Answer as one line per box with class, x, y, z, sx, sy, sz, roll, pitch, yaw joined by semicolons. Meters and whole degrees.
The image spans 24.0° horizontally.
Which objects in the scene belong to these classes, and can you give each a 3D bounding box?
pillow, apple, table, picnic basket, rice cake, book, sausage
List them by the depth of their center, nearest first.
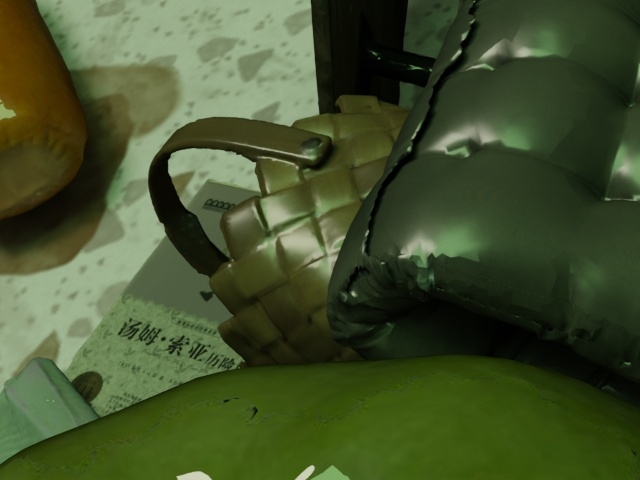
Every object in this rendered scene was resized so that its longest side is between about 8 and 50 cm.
apple;0.023;0.204;0.417;0.357;0.357;0.357;-14;46;15
pillow;0.185;0.009;0.575;0.326;0.101;0.228;26;54;-1
picnic basket;0.000;0.000;0.680;0.178;0.128;0.138;14;49;36
rice cake;-0.113;0.134;0.724;0.080;0.042;0.222;-53;37;-2
table;0.144;-0.182;0.801;0.249;0.317;0.317;1;50;11
book;-0.063;0.046;0.827;0.127;0.014;0.181;15;59;37
sausage;-0.226;-0.115;0.996;0.105;0.105;0.274;-30;44;-1
